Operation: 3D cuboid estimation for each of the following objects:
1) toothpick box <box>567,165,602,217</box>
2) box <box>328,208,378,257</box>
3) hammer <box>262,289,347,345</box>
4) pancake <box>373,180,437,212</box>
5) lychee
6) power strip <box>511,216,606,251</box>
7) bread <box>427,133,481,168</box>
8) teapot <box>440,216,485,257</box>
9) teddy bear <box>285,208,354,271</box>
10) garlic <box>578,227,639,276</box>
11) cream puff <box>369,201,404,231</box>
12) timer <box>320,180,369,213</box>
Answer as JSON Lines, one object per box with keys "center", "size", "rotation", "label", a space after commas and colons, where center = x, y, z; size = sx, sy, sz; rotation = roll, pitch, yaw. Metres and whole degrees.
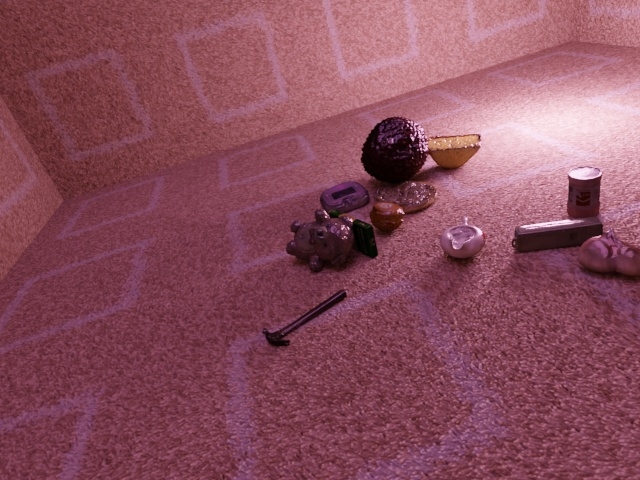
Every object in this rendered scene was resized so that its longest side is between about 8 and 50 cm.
{"center": [0.887, -0.163, 1.513], "size": [0.099, 0.148, 0.098], "rotation": [-12, 30, 7], "label": "toothpick box"}
{"center": [0.120, -0.029, 1.686], "size": [0.034, 0.132, 0.235], "rotation": [-30, 32, -24], "label": "box"}
{"center": [-0.040, 0.238, 1.423], "size": [0.297, 0.026, 0.125], "rotation": [-30, 32, -23], "label": "hammer"}
{"center": [0.362, -0.194, 1.928], "size": [0.283, 0.048, 0.282], "rotation": [-11, 31, 7], "label": "pancake"}
{"center": [0.340, -0.408, 2.057], "size": [0.306, 0.305, 0.330], "rotation": [-23, -4, -12], "label": "lychee"}
{"center": [0.743, -0.018, 1.414], "size": [0.273, 0.078, 0.052], "rotation": [-8, 29, 16], "label": "power strip"}
{"center": [0.615, -0.409, 2.086], "size": [0.261, 0.133, 0.129], "rotation": [-6, 43, 12], "label": "bread"}
{"center": [0.476, -0.001, 1.504], "size": [0.145, 0.092, 0.226], "rotation": [0, 32, 22], "label": "teapot"}
{"center": [0.000, 0.000, 1.663], "size": [0.151, 0.235, 0.267], "rotation": [16, -8, -39], "label": "teddy bear"}
{"center": [0.828, 0.043, 1.257], "size": [0.175, 0.099, 0.124], "rotation": [15, 57, 41], "label": "garlic"}
{"center": [0.258, -0.089, 1.750], "size": [0.127, 0.103, 0.144], "rotation": [-11, 28, -17], "label": "cream puff"}
{"center": [0.107, -0.197, 2.043], "size": [0.209, 0.069, 0.190], "rotation": [-20, 32, -9], "label": "timer"}
